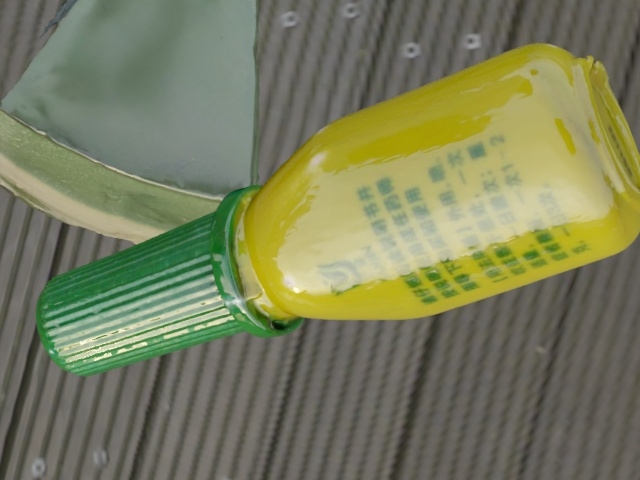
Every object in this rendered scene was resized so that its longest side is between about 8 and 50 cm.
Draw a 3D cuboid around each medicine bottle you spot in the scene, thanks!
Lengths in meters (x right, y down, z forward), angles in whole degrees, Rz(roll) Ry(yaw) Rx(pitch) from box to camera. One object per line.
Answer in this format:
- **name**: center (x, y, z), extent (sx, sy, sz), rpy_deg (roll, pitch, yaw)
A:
- **medicine bottle**: center (0.000, 0.000, 0.840), extent (0.309, 0.076, 0.111), rpy_deg (-20, 116, 21)

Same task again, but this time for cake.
- **cake**: center (-0.064, -0.123, 1.149), extent (0.172, 0.158, 0.283), rpy_deg (34, 71, 0)
